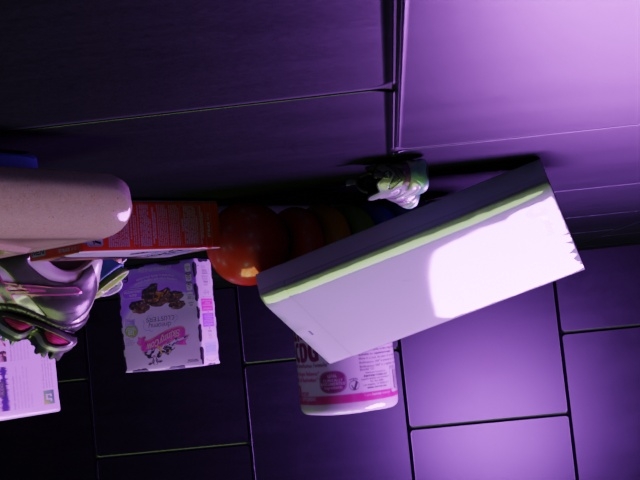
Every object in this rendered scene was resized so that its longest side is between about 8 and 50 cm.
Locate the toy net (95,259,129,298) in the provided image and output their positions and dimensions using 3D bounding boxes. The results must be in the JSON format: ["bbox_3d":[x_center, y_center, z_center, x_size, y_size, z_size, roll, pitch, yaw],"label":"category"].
[{"bbox_3d":[-0.348,0.073,1.662,0.122,0.045,0.232,-41,179,-4],"label":"toy net"}]

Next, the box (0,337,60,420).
[{"bbox_3d":[-0.508,0.144,1.481,0.058,0.232,0.322,-10,174,32],"label":"box"}]

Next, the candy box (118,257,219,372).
[{"bbox_3d":[-0.280,0.139,1.957,0.165,0.196,0.070,-8,175,19],"label":"candy box"}]

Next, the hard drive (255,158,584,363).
[{"bbox_3d":[0.112,0.033,1.129,0.308,0.040,0.203,-22,147,13],"label":"hard drive"}]

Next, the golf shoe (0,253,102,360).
[{"bbox_3d":[-0.354,0.024,1.076,0.273,0.120,0.105,22,-168,-36],"label":"golf shoe"}]

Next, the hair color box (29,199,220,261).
[{"bbox_3d":[-0.193,-0.009,1.058,0.167,0.053,0.093,0,174,-44],"label":"hair color box"}]

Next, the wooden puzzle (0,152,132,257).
[{"bbox_3d":[-0.353,-0.012,0.702,0.348,0.080,0.322,-15,172,37],"label":"wooden puzzle"}]

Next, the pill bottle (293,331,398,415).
[{"bbox_3d":[0.033,0.135,1.738,0.160,0.283,0.160,-6,176,0],"label":"pill bottle"}]

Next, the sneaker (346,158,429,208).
[{"bbox_3d":[0.057,-0.051,0.964,0.069,0.038,0.098,-4,166,-5],"label":"sneaker"}]

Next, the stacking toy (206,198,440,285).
[{"bbox_3d":[0.018,0.012,1.208,0.330,0.141,0.141,4,171,-35],"label":"stacking toy"}]
